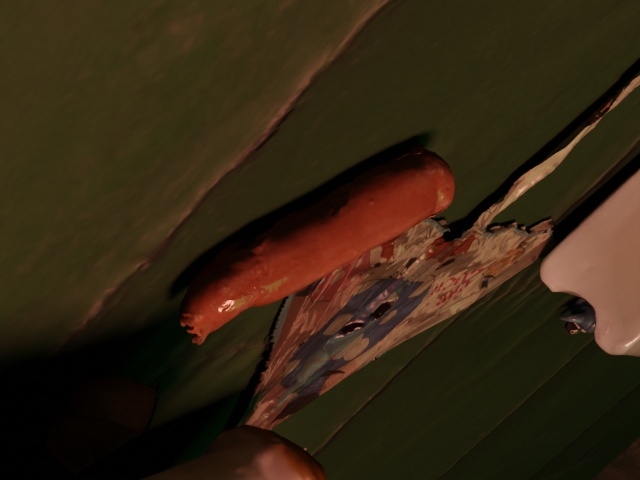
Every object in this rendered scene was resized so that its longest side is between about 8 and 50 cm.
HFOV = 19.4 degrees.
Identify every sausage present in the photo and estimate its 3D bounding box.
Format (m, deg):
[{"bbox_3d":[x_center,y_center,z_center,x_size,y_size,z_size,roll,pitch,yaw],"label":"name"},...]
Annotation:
[{"bbox_3d":[0.000,0.000,0.868,0.158,0.036,0.042,-30,128,-28],"label":"sausage"}]

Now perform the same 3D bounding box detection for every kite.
[{"bbox_3d":[0.062,0.019,1.098,0.368,0.014,0.406,-43,164,16],"label":"kite"}]

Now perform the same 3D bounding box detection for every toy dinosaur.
[{"bbox_3d":[0.224,0.058,1.532,0.047,0.030,0.083,-46,162,18],"label":"toy dinosaur"}]

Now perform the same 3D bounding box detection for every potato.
[{"bbox_3d":[-0.106,0.079,0.874,0.093,0.036,0.037,-36,-149,58],"label":"potato"}]

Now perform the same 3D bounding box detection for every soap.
[{"bbox_3d":[0.260,0.005,1.350,0.160,0.087,0.265,-44,165,10],"label":"soap"}]

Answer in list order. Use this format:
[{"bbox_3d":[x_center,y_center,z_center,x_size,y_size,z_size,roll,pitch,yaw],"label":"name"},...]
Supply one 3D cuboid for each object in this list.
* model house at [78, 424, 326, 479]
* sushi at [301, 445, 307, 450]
[{"bbox_3d":[-0.056,0.208,0.853,0.190,0.271,0.301,-3,-170,37],"label":"model house"},{"bbox_3d":[-0.130,0.169,1.043,0.210,0.040,0.193,-10,150,-45],"label":"sushi"}]
